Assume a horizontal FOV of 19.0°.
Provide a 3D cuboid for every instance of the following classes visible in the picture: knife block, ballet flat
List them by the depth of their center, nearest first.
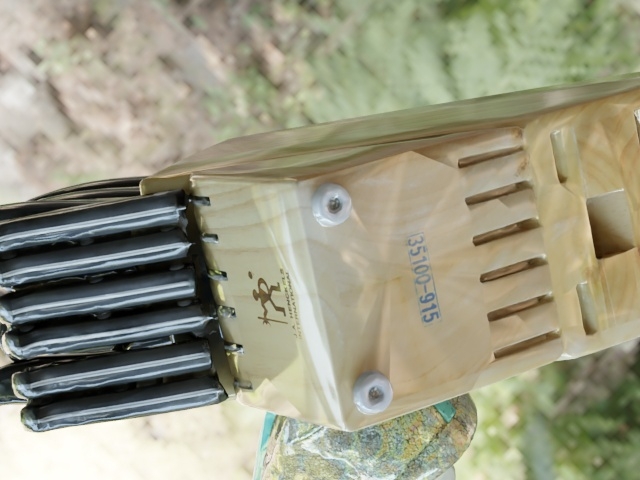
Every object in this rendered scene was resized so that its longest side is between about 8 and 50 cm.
[{"bbox_3d":[0.000,0.000,0.743,0.242,0.276,0.088,8,112,62],"label":"knife block"},{"bbox_3d":[0.007,0.157,1.056,0.123,0.123,0.348,46,150,15],"label":"ballet flat"}]
